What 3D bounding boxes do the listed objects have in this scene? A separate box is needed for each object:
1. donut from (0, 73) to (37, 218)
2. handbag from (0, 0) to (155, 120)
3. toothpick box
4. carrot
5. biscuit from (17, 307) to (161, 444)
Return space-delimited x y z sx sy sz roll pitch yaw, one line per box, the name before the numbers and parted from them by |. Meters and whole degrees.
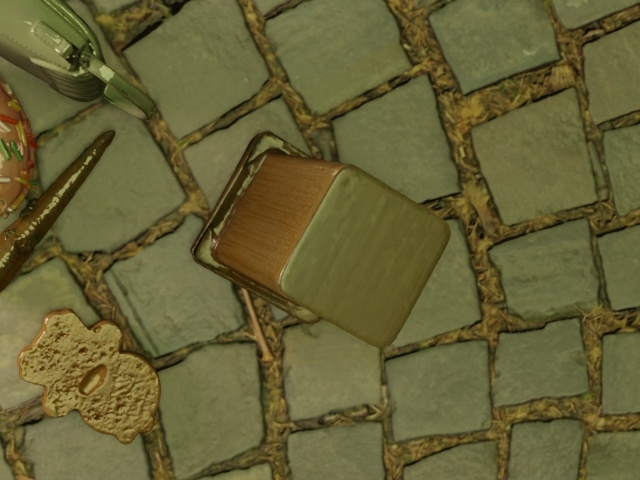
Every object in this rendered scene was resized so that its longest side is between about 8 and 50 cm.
donut | -0.436 -0.116 1.252 0.233 0.085 0.199 -6 95 -16
handbag | -0.268 -0.199 1.202 0.219 0.256 0.079 33 87 -8
toothpick box | 0.000 0.000 1.266 0.190 0.308 0.187 31 86 -18
carrot | -0.323 -0.033 1.312 0.049 0.049 0.254 41 80 -15
biscuit | -0.271 0.160 1.350 0.184 0.027 0.133 24 87 -17
